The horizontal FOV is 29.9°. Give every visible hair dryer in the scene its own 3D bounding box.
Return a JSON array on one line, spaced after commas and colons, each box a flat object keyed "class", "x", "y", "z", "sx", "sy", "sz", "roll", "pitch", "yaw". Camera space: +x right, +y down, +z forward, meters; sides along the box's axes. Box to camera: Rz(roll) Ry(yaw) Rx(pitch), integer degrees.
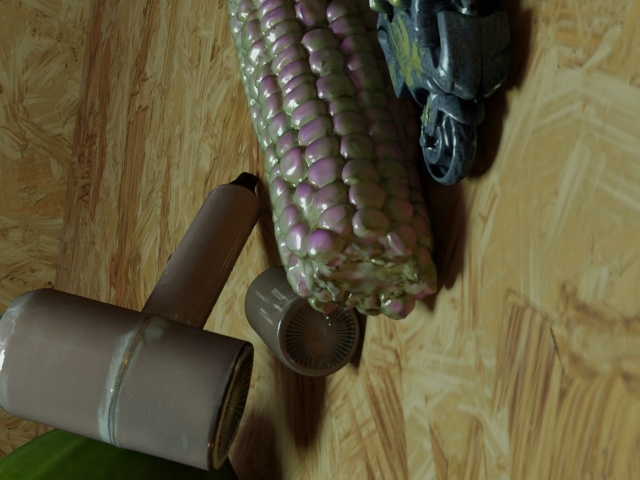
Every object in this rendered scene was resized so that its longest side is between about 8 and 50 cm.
[{"class": "hair dryer", "x": 0.000, "y": 0.000, "z": 0.878, "sx": 0.117, "sy": 0.064, "sz": 0.182, "roll": -146, "pitch": 71, "yaw": -71}, {"class": "hair dryer", "x": -0.125, "y": 0.037, "z": 1.019, "sx": 0.344, "sy": 0.189, "sz": 0.107, "roll": -67, "pitch": -12, "yaw": -52}]

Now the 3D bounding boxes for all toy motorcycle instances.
[{"class": "toy motorcycle", "x": 0.069, "y": -0.136, "z": 0.693, "sx": 0.124, "sy": 0.061, "sz": 0.193, "roll": 116, "pitch": 147, "yaw": -59}]

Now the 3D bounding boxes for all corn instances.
[{"class": "corn", "x": 0.005, "y": -0.100, "z": 0.802, "sx": 0.127, "sy": 0.126, "sz": 0.335, "roll": 122, "pitch": 145, "yaw": -52}]

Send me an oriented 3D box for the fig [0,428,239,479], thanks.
[{"class": "fig", "x": -0.175, "y": 0.279, "z": 0.982, "sx": 0.316, "sy": 0.316, "sz": 0.316, "roll": -174, "pitch": 90, "yaw": -71}]
